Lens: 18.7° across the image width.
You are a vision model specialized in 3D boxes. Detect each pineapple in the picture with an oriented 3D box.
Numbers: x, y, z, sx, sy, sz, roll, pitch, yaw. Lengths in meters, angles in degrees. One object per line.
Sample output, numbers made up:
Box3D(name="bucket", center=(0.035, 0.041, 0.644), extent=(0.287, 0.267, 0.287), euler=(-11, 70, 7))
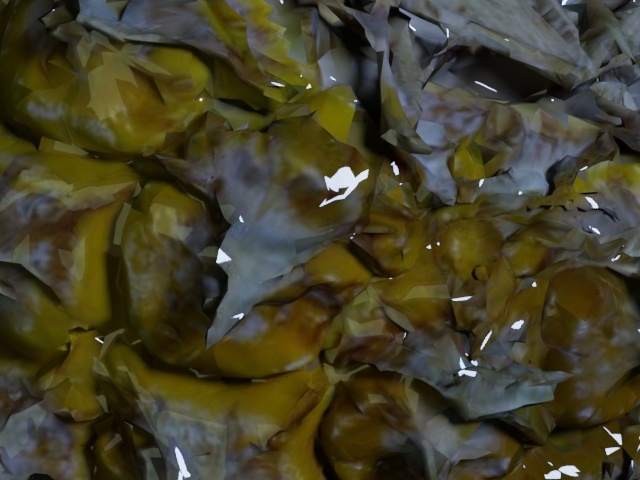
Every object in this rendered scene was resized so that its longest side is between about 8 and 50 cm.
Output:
Box3D(name="pineapple", center=(-0.001, 0.001, 0.641), extent=(0.352, 0.352, 0.300), euler=(52, 136, 14))
